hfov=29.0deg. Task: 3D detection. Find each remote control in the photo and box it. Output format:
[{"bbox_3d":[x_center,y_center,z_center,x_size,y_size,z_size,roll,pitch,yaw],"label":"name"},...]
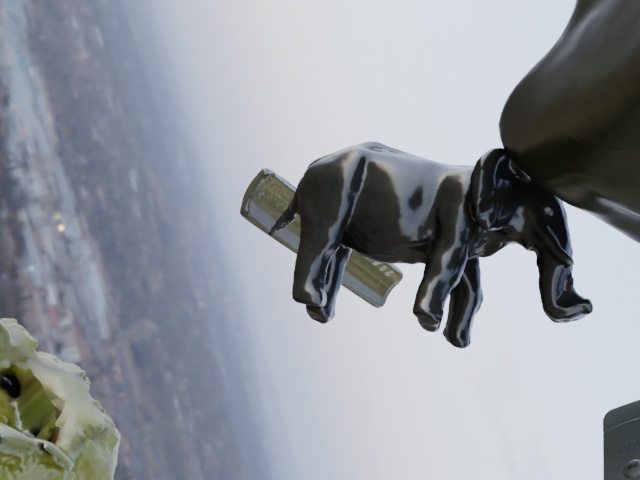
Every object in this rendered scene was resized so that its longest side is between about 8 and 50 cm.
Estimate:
[{"bbox_3d":[0.212,0.176,0.815,0.027,0.050,0.184,51,31,-23],"label":"remote control"}]

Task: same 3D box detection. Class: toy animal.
[{"bbox_3d":[0.086,-0.001,0.926,0.114,0.245,0.146,115,-11,-74],"label":"toy animal"}]

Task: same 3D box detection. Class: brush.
[{"bbox_3d":[0.000,0.000,1.269,0.048,0.054,0.282,27,-6,36],"label":"brush"}]

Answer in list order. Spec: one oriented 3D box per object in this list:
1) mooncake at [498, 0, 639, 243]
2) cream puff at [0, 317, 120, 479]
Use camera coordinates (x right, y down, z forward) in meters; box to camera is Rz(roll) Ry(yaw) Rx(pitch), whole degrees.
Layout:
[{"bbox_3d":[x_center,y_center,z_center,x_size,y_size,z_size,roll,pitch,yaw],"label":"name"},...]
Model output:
[{"bbox_3d":[0.282,-0.166,0.837,0.351,0.187,0.351,-57,-166,23],"label":"mooncake"},{"bbox_3d":[-0.318,0.173,1.149,0.282,0.282,0.185,-113,-155,-52],"label":"cream puff"}]
